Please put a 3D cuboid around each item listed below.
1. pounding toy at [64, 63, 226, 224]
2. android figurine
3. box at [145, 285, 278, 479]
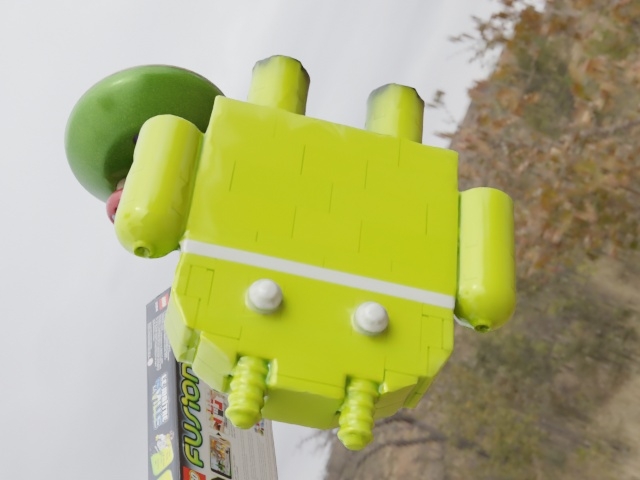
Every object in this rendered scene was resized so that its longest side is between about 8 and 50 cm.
[{"bbox_3d":[-0.144,-0.071,1.060,0.183,0.237,0.110,-62,30,34],"label":"pounding toy"},{"bbox_3d":[0.000,0.000,0.627,0.056,0.248,0.273,112,170,-51],"label":"android figurine"},{"bbox_3d":[-0.090,0.145,0.845,0.036,0.114,0.207,-36,41,26],"label":"box"}]
